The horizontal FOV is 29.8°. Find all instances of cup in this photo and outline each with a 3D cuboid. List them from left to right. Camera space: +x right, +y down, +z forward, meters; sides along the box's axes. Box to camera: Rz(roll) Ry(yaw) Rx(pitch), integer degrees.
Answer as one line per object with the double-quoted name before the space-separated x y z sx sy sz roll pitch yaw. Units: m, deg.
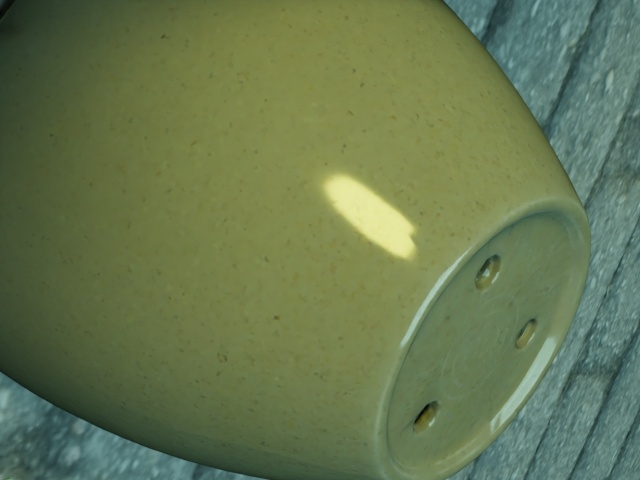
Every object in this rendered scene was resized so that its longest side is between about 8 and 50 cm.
"cup" 0.000 0.000 0.650 0.331 0.237 0.331 -31 139 -33

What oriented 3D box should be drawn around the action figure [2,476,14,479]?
"action figure" -0.262 0.223 0.631 0.232 0.063 0.137 -32 140 -44
